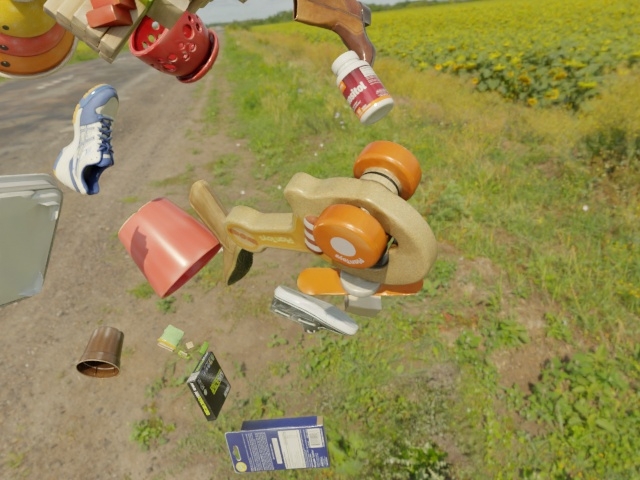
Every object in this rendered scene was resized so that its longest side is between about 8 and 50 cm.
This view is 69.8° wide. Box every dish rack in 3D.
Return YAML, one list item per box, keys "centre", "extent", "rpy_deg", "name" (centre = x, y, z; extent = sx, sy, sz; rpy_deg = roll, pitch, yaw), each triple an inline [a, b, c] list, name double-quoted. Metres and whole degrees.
- centre: [-0.688, 0.025, 0.980]
  extent: [0.072, 0.332, 0.285]
  rpy_deg: [29, 20, 14]
  name: "dish rack"

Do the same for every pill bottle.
- centre: [0.090, -0.341, 1.024]
  extent: [0.086, 0.152, 0.086]
  rpy_deg: [-31, -9, -6]
  name: "pill bottle"

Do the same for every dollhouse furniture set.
- centre: [-0.428, 0.317, 1.433]
  extent: [0.152, 0.058, 0.076]
  rpy_deg: [26, 56, -3]
  name: "dollhouse furniture set"

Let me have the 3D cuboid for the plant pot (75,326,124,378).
- centre: [-0.879, 0.451, 1.862]
  extent: [0.167, 0.166, 0.165]
  rpy_deg: [-5, 48, 2]
  name: "plant pot"

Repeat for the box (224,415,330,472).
- centre: [-0.097, 0.472, 1.060]
  extent: [0.226, 0.136, 0.036]
  rpy_deg: [-6, 24, 3]
  name: "box"

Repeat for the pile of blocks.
- centre: [-0.220, -0.403, 0.680]
  extent: [0.362, 0.148, 0.113]
  rpy_deg: [-38, 22, -25]
  name: "pile of blocks"

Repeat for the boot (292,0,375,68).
- centre: [0.044, -0.654, 1.422]
  extent: [0.281, 0.263, 0.096]
  rpy_deg: [3, 0, -38]
  name: "boot"

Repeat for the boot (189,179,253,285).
- centre: [-0.316, -0.022, 1.441]
  extent: [0.089, 0.236, 0.269]
  rpy_deg: [-24, 63, -41]
  name: "boot"

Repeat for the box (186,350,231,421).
- centre: [-0.418, 0.548, 1.739]
  extent: [0.045, 0.184, 0.190]
  rpy_deg: [-20, 16, 13]
  name: "box"

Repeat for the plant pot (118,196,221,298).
- centre: [-0.490, 0.010, 1.483]
  extent: [0.275, 0.243, 0.275]
  rpy_deg: [-44, 1, 1]
  name: "plant pot"

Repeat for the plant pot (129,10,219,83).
- centre: [-0.385, -0.530, 1.232]
  extent: [0.191, 0.191, 0.174]
  rpy_deg: [16, -9, 38]
  name: "plant pot"

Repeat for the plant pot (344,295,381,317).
- centre: [0.127, 0.176, 1.430]
  extent: [0.096, 0.109, 0.109]
  rpy_deg: [2, 68, -8]
  name: "plant pot"

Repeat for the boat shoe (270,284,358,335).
- centre: [-0.027, 0.280, 1.679]
  extent: [0.335, 0.119, 0.121]
  rpy_deg: [25, 10, 14]
  name: "boat shoe"

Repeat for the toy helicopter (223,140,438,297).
- centre: [0.000, 0.000, 0.662]
  extent: [0.355, 0.235, 0.140]
  rpy_deg: [4, 51, 39]
  name: "toy helicopter"

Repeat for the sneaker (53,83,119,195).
- centre: [-0.582, -0.257, 1.210]
  extent: [0.131, 0.296, 0.112]
  rpy_deg: [34, 18, 14]
  name: "sneaker"

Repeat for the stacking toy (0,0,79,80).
- centre: [-0.786, -0.624, 1.160]
  extent: [0.351, 0.350, 0.480]
  rpy_deg: [-21, 17, -29]
  name: "stacking toy"
